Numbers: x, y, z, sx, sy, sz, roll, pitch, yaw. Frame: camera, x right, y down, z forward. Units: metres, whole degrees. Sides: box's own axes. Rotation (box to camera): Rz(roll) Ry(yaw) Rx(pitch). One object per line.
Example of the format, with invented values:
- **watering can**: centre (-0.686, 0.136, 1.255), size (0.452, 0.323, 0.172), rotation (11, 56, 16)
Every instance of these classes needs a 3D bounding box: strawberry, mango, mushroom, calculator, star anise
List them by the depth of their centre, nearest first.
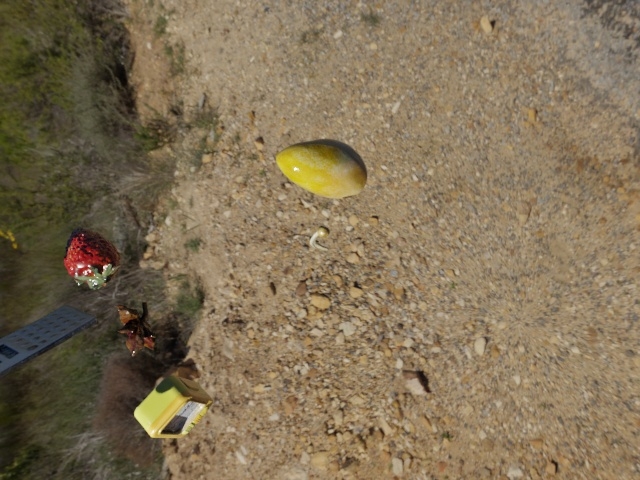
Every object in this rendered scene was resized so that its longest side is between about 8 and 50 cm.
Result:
- **strawberry**: centre (-0.542, 0.039, 1.045), size (0.131, 0.131, 0.148), rotation (-31, 50, 16)
- **calculator**: centre (-0.696, 0.241, 1.052), size (0.161, 0.262, 0.021), rotation (9, 118, 32)
- **star anise**: centre (-0.650, 0.304, 1.539), size (0.111, 0.212, 0.196), rotation (-16, 79, -23)
- **mango**: centre (0.018, -0.260, 1.559), size (0.199, 0.384, 0.221), rotation (-36, 56, 43)
- **mushroom**: centre (-0.001, 0.003, 1.559), size (0.068, 0.306, 0.043), rotation (23, 77, 4)

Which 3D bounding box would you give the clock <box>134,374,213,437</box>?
- **clock**: centre (-0.390, 0.453, 1.183), size (0.096, 0.202, 0.143), rotation (39, 77, 23)
